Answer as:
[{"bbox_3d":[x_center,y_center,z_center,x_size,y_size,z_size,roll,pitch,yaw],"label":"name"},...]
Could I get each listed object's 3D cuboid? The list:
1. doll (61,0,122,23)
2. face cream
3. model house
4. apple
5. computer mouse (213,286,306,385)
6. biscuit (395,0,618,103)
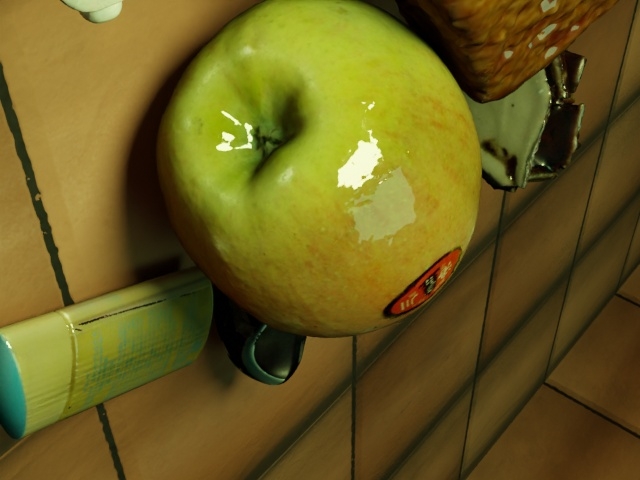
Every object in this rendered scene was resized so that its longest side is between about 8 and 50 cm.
[{"bbox_3d":[-0.172,-0.237,0.564,0.130,0.290,0.161,-23,133,-7],"label":"doll"},{"bbox_3d":[-0.237,0.119,0.999,0.285,0.067,0.139,-19,130,-52],"label":"face cream"},{"bbox_3d":[0.295,-0.252,1.316,0.283,0.317,0.297,-3,130,-54],"label":"model house"},{"bbox_3d":[0.001,-0.075,0.930,0.338,0.338,0.305,-56,153,-9],"label":"apple"},{"bbox_3d":[-0.080,0.085,1.164,0.096,0.137,0.233,-14,130,-33],"label":"computer mouse"},{"bbox_3d":[0.214,-0.326,0.879,0.343,0.166,0.395,-41,158,7],"label":"biscuit"}]
